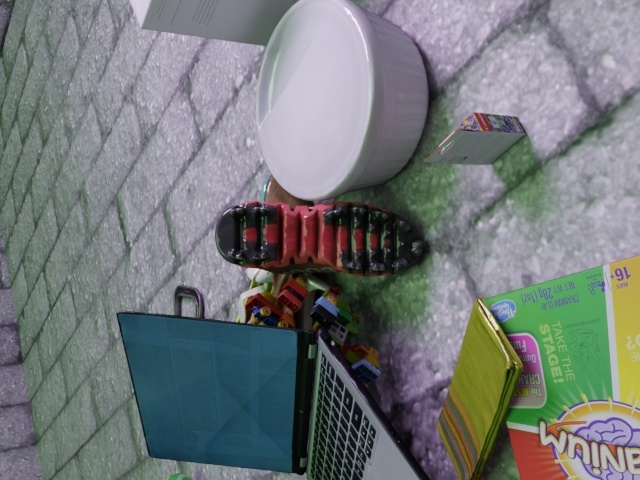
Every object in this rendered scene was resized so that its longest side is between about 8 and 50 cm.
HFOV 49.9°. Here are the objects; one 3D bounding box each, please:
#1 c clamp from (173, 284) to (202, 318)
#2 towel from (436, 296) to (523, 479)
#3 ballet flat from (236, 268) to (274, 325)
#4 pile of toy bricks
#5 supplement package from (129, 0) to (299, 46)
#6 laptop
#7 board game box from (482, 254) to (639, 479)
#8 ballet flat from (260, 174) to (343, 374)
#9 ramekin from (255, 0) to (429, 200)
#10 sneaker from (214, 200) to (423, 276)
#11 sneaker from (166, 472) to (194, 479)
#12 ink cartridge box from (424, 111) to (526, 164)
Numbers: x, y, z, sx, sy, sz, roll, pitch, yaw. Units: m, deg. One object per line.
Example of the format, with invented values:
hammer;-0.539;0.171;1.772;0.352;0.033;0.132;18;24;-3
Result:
c clamp;-0.293;0.166;1.499;0.160;0.022;0.137;-7;81;55
towel;0.174;0.182;0.791;0.102;0.021;0.237;-114;21;-45
ballet flat;-0.096;0.077;1.177;0.077;0.077;0.231;46;127;43
pile of toy bricks;0.011;0.113;0.971;0.118;0.212;0.105;-40;16;42
supplement package;-0.125;-0.413;1.004;0.177;0.292;0.175;-52;53;41
laptop;-0.077;0.317;0.944;0.408;0.236;0.382;52;151;37
board game box;0.296;0.184;0.665;0.242;0.064;0.317;-27;70;51
ballet flat;-0.022;0.063;1.065;0.124;0.116;0.343;5;97;33
ramekin;0.031;-0.191;0.948;0.272;0.127;0.273;6;98;53
sneaker;0.000;-0.001;0.947;0.135;0.275;0.098;68;-155;-85
sneaker;-0.220;0.563;1.375;0.295;0.109;0.124;38;98;48
ink cartridge box;0.170;-0.114;0.774;0.063;0.115;0.029;-45;57;45
